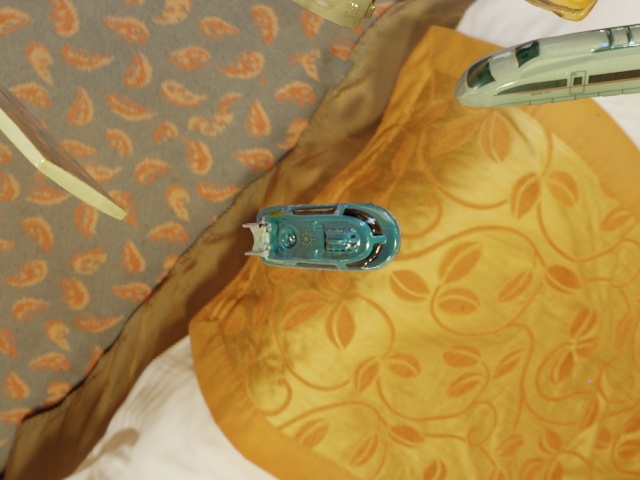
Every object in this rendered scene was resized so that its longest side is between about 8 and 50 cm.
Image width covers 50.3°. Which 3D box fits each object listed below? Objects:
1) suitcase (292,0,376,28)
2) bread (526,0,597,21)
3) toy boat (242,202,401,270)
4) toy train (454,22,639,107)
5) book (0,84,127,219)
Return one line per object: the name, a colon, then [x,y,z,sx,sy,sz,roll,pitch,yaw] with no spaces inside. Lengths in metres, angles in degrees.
suitcase: [0.017,-0.707,1.641,0.339,0.194,0.351,26,148,-4]
bread: [0.243,-0.312,0.622,0.116,0.077,0.200,31,99,12]
toy boat: [0.000,0.000,1.283,0.298,0.092,0.134,0,100,27]
toy train: [0.410,-0.274,1.047,0.406,0.087,0.088,-5,148,13]
book: [-0.510,-0.198,1.165,0.032,0.389,0.269,-46,162,-3]
